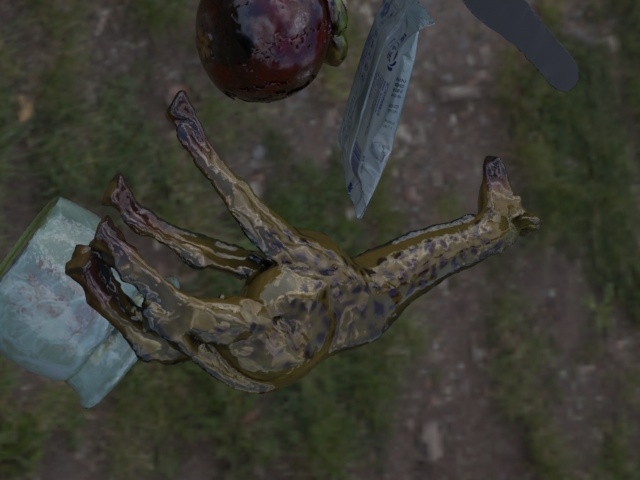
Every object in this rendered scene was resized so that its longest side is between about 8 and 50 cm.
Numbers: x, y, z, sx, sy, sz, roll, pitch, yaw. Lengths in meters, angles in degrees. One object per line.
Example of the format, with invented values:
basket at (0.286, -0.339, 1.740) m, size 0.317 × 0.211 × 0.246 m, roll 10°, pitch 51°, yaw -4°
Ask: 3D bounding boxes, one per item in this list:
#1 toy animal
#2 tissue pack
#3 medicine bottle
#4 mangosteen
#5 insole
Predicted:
toy animal at (0.000, 0.009, 0.814) m, size 0.275 × 0.054 × 0.149 m, roll 8°, pitch 71°, yaw -24°
tissue pack at (0.050, -0.131, 1.368) m, size 0.026 × 0.122 × 0.193 m, roll 10°, pitch 116°, yaw -15°
medicine bottle at (-0.216, 0.055, 1.365) m, size 0.143 × 0.147 × 0.147 m, roll 37°, pitch 60°, yaw -14°
mangosteen at (-0.047, -0.234, 1.669) m, size 0.180 × 0.166 × 0.166 m, roll -25°, pitch 102°, yaw -31°
insole at (0.252, -0.278, 1.988) m, size 0.232 × 0.003 × 0.080 m, roll 41°, pitch 62°, yaw -18°
